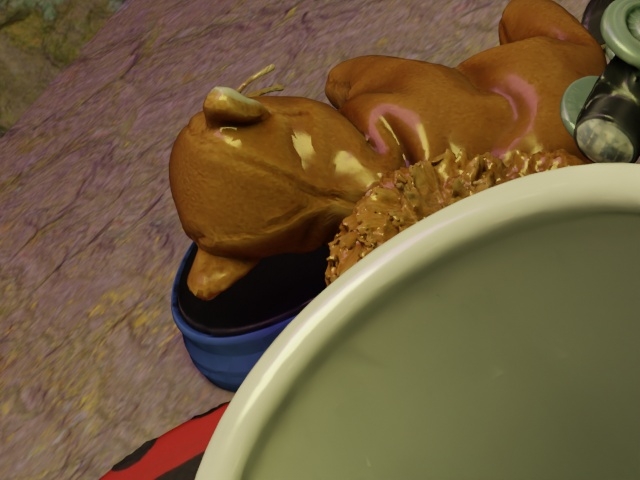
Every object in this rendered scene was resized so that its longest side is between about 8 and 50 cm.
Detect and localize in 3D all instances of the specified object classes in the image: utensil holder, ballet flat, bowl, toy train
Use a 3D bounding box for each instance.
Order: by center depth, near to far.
[{"bbox_3d":[0.165,0.208,0.802,0.328,0.385,0.327,-28,29,17],"label":"utensil holder"},{"bbox_3d":[0.325,-0.151,1.172,0.334,0.190,0.142,-51,-13,-36],"label":"toy train"},{"bbox_3d":[0.000,0.000,1.658,0.391,0.077,0.391,-29,29,17],"label":"bowl"},{"bbox_3d":[0.342,-0.272,1.723,0.173,0.057,0.049,-56,-8,-34],"label":"ballet flat"}]

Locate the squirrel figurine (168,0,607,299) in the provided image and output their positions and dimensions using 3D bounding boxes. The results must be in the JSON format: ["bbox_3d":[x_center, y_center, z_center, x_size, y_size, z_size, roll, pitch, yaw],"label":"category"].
[{"bbox_3d":[0.072,-0.035,1.253,0.371,0.281,0.397,2,28,-22],"label":"squirrel figurine"}]

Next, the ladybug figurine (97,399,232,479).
[{"bbox_3d":[-0.084,0.258,1.262,0.449,0.162,0.305,-31,28,13],"label":"ladybug figurine"}]
